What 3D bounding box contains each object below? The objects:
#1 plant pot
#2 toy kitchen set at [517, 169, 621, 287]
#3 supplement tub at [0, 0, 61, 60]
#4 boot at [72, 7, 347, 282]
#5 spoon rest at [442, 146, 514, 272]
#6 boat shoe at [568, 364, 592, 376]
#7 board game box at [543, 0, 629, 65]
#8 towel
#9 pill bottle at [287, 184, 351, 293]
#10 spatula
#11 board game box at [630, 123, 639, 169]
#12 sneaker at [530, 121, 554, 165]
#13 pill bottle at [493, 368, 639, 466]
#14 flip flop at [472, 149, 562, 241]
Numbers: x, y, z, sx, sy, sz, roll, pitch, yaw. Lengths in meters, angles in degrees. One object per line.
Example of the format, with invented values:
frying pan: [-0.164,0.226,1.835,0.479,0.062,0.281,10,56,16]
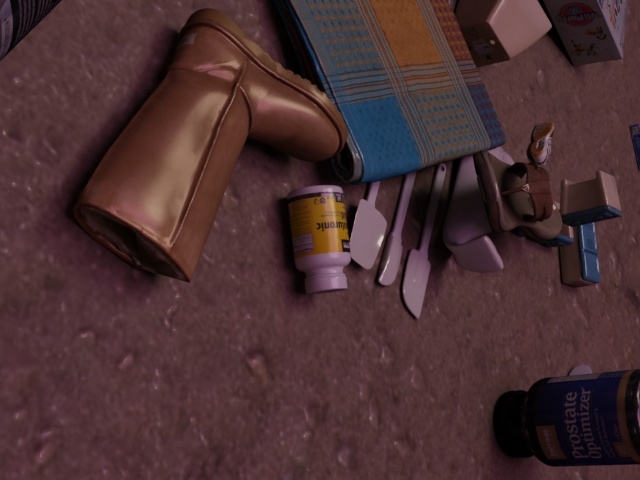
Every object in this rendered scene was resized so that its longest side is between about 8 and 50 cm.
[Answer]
plant pot: [0.261,-0.323,1.430,0.109,0.109,0.096,52,59,-26]
toy kitchen set: [0.415,-0.012,1.462,0.207,0.166,0.122,14,69,-45]
supplement tub: [-0.280,-0.244,0.723,0.193,0.193,0.316,51,47,-27]
boot: [-0.101,-0.071,0.967,0.236,0.089,0.269,36,54,-24]
spoon rest: [0.227,-0.049,1.344,0.137,0.084,0.276,58,31,-22]
boat shoe: [0.402,0.240,1.486,0.035,0.035,0.100,79,27,-42]
board game box: [0.447,-0.484,1.635,0.303,0.097,0.224,45,52,-45]
towel: [0.099,-0.221,1.242,0.370,0.040,0.271,-17,85,-50]
pill bottle: [0.000,0.000,1.070,0.065,0.065,0.116,1,80,-48]
spatula: [0.107,-0.042,1.237,0.168,0.019,0.242,39,53,-34]
board game box: [0.650,-0.186,1.887,0.090,0.020,0.090,-6,84,-50]
sneaker: [0.363,-0.158,1.554,0.037,0.032,0.083,59,47,-39]
pill bottle: [0.351,0.242,1.280,0.123,0.219,0.122,17,67,-45]
flip flop: [0.278,-0.060,1.268,0.277,0.080,0.112,17,58,-55]
